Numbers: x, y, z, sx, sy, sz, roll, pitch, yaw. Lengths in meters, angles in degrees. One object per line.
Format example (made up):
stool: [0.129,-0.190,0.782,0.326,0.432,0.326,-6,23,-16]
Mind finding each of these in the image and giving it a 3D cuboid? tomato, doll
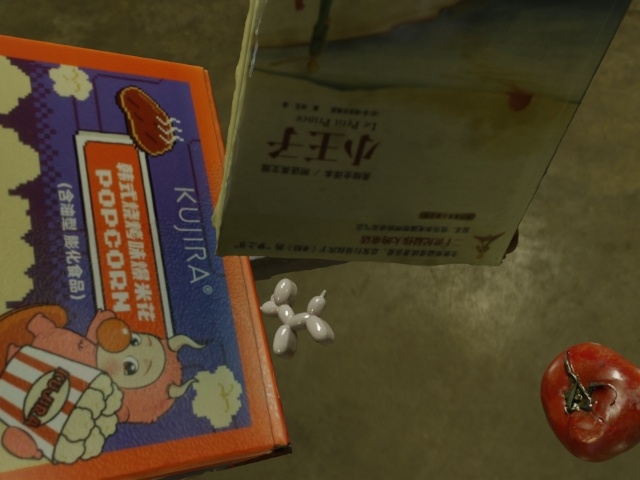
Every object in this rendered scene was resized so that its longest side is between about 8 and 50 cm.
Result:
tomato: [0.437,0.257,1.106,0.187,0.151,0.187,-15,65,37]
doll: [-0.054,0.152,1.403,0.161,0.059,0.160,-21,60,23]

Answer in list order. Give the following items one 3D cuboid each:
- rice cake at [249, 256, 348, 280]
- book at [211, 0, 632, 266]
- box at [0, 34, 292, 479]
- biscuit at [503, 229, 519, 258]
rice cake: [-0.001,0.000,0.923,0.399,0.070,0.064,-13,55,33]
book: [0.057,-0.103,0.368,0.201,0.289,0.026,3,39,-15]
box: [-0.240,0.057,0.623,0.257,0.319,0.348,1,67,-37]
biscuit: [0.299,-0.103,1.269,0.049,0.257,0.272,-9,78,3]
